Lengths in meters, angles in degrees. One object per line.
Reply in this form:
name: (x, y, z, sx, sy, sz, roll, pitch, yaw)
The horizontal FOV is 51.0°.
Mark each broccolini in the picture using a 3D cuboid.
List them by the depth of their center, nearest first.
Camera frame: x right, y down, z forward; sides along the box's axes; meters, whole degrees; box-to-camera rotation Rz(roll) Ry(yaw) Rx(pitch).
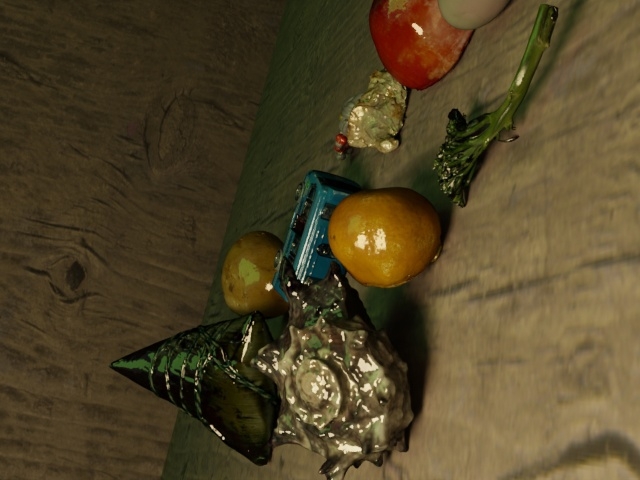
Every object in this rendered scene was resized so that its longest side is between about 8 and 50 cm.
broccolini: (0.209, -0.173, 0.818, 0.271, 0.062, 0.123, 114, 149, -43)

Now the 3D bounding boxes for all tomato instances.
tomato: (0.155, -0.366, 1.065, 0.232, 0.140, 0.200, -69, 22, 12)

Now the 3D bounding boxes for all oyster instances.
oyster: (0.104, -0.233, 1.214, 0.163, 0.081, 0.191, -57, 38, 26)

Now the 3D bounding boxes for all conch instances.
conch: (0.016, 0.159, 0.875, 0.240, 0.186, 0.312, 112, 158, -48)

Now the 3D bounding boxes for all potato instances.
potato: (-0.113, 0.089, 1.481, 0.158, 0.178, 0.203, 14, 80, 62)

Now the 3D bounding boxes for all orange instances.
orange: (0.086, -0.006, 0.907, 0.155, 0.155, 0.134, -154, 63, -74)

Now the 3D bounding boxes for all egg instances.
egg: (0.214, -0.353, 0.914, 0.103, 0.103, 0.135, -97, 27, -56)

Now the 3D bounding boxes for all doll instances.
doll: (0.068, -0.235, 1.364, 0.094, 0.079, 0.180, -44, -14, -41)

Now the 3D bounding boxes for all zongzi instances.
zongzi: (-0.263, 0.281, 1.435, 0.383, 0.363, 0.318, -167, 76, -72)

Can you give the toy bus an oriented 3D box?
toy bus: (0.000, 0.000, 1.257, 0.134, 0.114, 0.246, -135, 61, -68)
